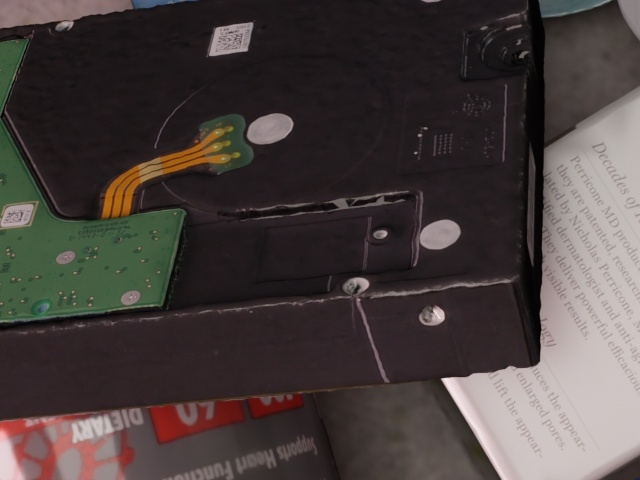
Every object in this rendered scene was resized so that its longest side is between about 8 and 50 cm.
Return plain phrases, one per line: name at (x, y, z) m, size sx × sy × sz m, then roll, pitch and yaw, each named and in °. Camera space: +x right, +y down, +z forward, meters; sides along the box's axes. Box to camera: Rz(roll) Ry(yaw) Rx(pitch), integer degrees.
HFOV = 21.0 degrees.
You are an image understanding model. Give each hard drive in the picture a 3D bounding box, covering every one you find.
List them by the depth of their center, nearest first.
hard drive at (-0.065, -0.024, 0.810) m, size 0.339 × 0.064 × 0.237 m, roll -7°, pitch 41°, yaw 13°

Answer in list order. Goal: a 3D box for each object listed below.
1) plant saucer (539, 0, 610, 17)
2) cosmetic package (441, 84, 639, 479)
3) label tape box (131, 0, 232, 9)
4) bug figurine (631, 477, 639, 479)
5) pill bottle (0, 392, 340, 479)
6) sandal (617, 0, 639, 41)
plant saucer at (0.121, -0.215, 0.951) m, size 0.195 × 0.037 × 0.195 m, roll -1°, pitch 87°, yaw 12°
cosmetic package at (0.150, 0.027, 0.873) m, size 0.184 × 0.151 × 0.151 m, roll -33°, pitch 80°, yaw 8°
label tape box at (-0.032, -0.297, 0.920) m, size 0.241 × 0.106 × 0.333 m, roll -26°, pitch 79°, yaw 28°
bug figurine at (0.127, 0.230, 0.844) m, size 0.072 × 0.216 × 0.279 m, roll 10°, pitch 98°, yaw 54°
pill bottle at (-0.068, 0.224, 0.879) m, size 0.210 × 0.210 × 0.363 m, roll -18°, pitch 83°, yaw 11°
sandal at (0.286, -0.121, 0.889) m, size 0.265 × 0.076 × 0.102 m, roll 3°, pitch 83°, yaw 10°
